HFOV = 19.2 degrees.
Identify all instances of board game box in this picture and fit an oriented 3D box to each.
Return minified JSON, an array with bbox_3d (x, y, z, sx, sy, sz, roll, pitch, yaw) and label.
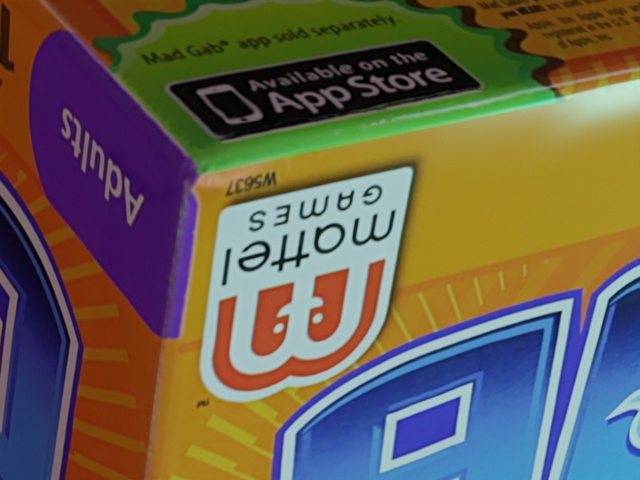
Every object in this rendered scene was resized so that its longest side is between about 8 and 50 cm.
[{"bbox_3d":[0.000,0.000,0.700,0.356,0.356,0.356,-13,130,-31],"label":"board game box"}]
